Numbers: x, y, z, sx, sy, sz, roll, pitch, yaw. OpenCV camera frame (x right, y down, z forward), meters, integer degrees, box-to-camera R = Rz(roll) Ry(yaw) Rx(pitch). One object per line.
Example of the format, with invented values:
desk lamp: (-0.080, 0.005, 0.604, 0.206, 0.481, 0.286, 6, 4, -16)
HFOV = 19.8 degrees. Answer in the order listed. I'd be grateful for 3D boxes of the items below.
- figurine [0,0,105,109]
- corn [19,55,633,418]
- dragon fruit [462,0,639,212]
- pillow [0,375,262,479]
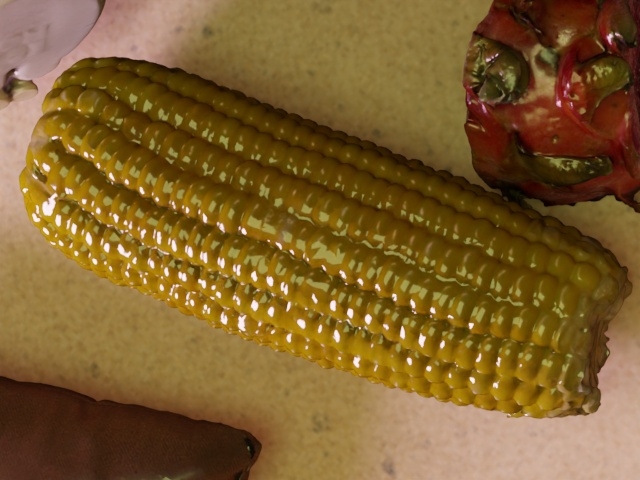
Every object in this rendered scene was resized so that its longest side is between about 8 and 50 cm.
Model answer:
figurine: (-0.222, -0.204, 1.050, 0.127, 0.155, 0.235, -27, 74, -12)
corn: (0.000, 0.000, 0.999, 0.344, 0.131, 0.131, 20, 101, 15)
dragon fruit: (0.127, -0.079, 0.963, 0.102, 0.096, 0.147, 0, 97, 15)
pillow: (-0.208, 0.223, 1.102, 0.305, 0.108, 0.307, 14, 102, 12)
